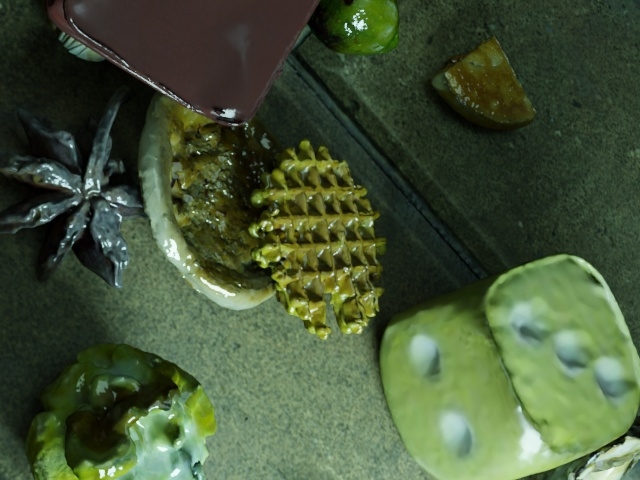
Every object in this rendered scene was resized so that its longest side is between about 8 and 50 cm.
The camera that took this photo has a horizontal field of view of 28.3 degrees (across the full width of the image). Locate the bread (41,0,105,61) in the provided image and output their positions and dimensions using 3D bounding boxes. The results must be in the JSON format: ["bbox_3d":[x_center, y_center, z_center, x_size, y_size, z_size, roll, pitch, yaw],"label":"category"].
[{"bbox_3d":[-0.228,-0.308,1.460,0.210,0.110,0.192,-19,80,-38],"label":"bread"}]

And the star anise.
[{"bbox_3d":[-0.259,-0.066,1.373,0.209,0.089,0.231,7,83,-41],"label":"star anise"}]

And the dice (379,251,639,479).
[{"bbox_3d":[0.229,0.159,1.554,0.238,0.227,0.233,-16,84,-38],"label":"dice"}]

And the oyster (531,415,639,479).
[{"bbox_3d":[0.343,0.295,1.633,0.107,0.201,0.354,41,18,23],"label":"oyster"}]

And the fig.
[{"bbox_3d":[0.057,-0.297,1.653,0.156,0.123,0.123,16,66,-43],"label":"fig"}]

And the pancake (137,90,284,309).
[{"bbox_3d":[-0.115,-0.059,1.467,0.282,0.049,0.282,22,61,-46],"label":"pancake"}]

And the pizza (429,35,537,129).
[{"bbox_3d":[0.232,-0.219,1.791,0.175,0.046,0.134,28,62,-25],"label":"pizza"}]

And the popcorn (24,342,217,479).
[{"bbox_3d":[-0.199,0.198,1.269,0.198,0.212,0.198,0,78,-1],"label":"popcorn"}]

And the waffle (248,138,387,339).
[{"bbox_3d":[0.000,0.000,1.513,0.231,0.051,0.228,52,43,-27],"label":"waffle"}]

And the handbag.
[{"bbox_3d":[-0.127,-0.291,1.351,0.260,0.084,0.275,32,89,-30],"label":"handbag"}]
